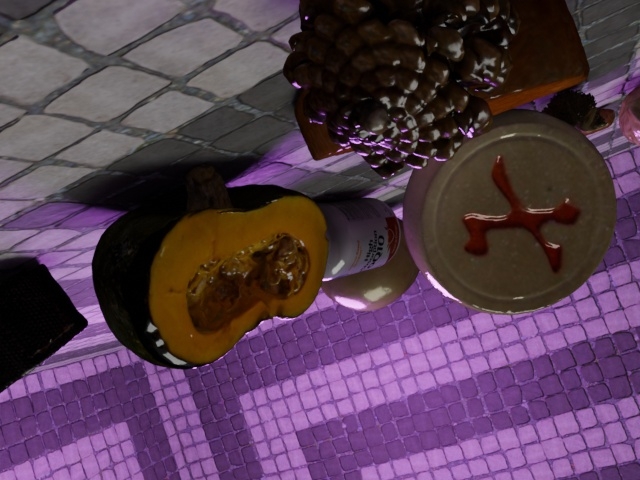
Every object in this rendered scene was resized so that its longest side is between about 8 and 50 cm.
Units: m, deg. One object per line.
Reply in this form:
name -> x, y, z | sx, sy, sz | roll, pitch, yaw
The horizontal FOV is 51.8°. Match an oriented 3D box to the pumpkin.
pumpkin -> -0.169, 0.014, 0.867 | 0.232, 0.242, 0.325 | 11, -161, 36

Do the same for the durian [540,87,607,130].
durian -> 0.433, -0.222, 1.123 | 0.110, 0.071, 0.140 | 15, -172, 18

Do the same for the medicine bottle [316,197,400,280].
medicine bottle -> 0.032, -0.003, 1.338 | 0.157, 0.157, 0.289 | -25, 172, 35

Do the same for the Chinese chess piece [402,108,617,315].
Chinese chess piece -> 0.303, -0.045, 1.077 | 0.338, 0.338, 0.140 | -20, -166, 2

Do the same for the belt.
belt -> -0.487, 0.136, 0.985 | 0.289, 0.164, 0.184 | -28, -164, 38

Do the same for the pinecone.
pinecone -> 0.062, -0.136, 0.465 | 0.174, 0.173, 0.173 | -20, 173, -3

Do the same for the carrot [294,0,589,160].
carrot -> 0.112, -0.160, 0.691 | 0.307, 0.100, 0.258 | -16, 179, 36

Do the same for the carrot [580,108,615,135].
carrot -> 0.554, -0.242, 1.480 | 0.216, 0.048, 0.048 | -21, 175, 43

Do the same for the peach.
peach -> 0.127, 0.060, 1.716 | 0.292, 0.247, 0.292 | -11, 168, -2

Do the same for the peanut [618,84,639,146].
peanut -> 0.693, -0.254, 1.310 | 0.325, 0.153, 0.140 | -23, 172, -42
